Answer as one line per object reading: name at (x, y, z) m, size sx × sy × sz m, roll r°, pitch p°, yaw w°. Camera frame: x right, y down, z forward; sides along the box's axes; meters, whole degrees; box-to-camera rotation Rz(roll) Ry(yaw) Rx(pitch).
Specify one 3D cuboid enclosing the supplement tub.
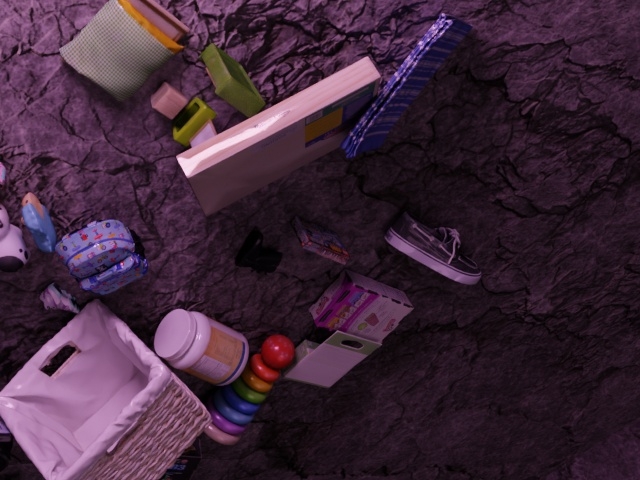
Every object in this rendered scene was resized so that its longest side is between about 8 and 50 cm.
supplement tub at (-0.287, 0.258, 1.975) m, size 0.144 × 0.144 × 0.200 m, roll -43°, pitch 133°, yaw 15°

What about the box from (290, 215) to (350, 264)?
box at (0.000, 0.000, 1.913) m, size 0.137 × 0.094 × 0.027 m, roll 23°, pitch 116°, yaw -38°

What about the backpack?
backpack at (-0.451, 0.030, 1.672) m, size 0.158 × 0.116 × 0.173 m, roll -25°, pitch 166°, yaw -2°

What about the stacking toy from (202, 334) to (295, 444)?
stacking toy at (-0.187, 0.379, 2.156) m, size 0.141 × 0.141 × 0.330 m, roll 24°, pitch 109°, yaw -39°

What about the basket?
basket at (-0.471, 0.376, 1.813) m, size 0.328 × 0.331 × 0.266 m, roll -47°, pitch 138°, yaw -11°

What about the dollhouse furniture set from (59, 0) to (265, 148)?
dollhouse furniture set at (-0.286, -0.291, 1.475) m, size 0.197 × 0.151 × 0.302 m, roll -43°, pitch 133°, yaw 16°

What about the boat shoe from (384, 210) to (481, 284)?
boat shoe at (0.306, 0.013, 2.061) m, size 0.306 × 0.113 × 0.105 m, roll 27°, pitch 109°, yaw -23°

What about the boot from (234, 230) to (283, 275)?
boot at (-0.135, 0.030, 1.912) m, size 0.099 × 0.045 × 0.121 m, roll 13°, pitch 130°, yaw -31°

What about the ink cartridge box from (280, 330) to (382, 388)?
ink cartridge box at (0.026, 0.308, 2.208) m, size 0.171 × 0.056 × 0.235 m, roll 21°, pitch 126°, yaw -37°

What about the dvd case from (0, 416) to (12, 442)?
dvd case at (-0.795, 0.390, 1.797) m, size 0.181 × 0.253 × 0.022 m, roll 10°, pitch 94°, yaw -31°

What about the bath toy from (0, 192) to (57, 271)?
bath toy at (-0.699, 0.029, 1.589) m, size 0.348 × 0.129 × 0.151 m, roll -25°, pitch 101°, yaw -3°

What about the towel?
towel at (0.181, -0.309, 1.661) m, size 0.336 × 0.040 × 0.243 m, roll -51°, pitch 171°, yaw 21°

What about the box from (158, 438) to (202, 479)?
box at (-0.493, 0.617, 2.113) m, size 0.296 × 0.073 × 0.293 m, roll 11°, pitch 123°, yaw -25°

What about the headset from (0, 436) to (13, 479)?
headset at (-0.789, 0.563, 1.962) m, size 0.185 × 0.243 × 0.394 m, roll 9°, pitch 148°, yaw -22°

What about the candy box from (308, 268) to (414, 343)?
candy box at (0.109, 0.179, 2.141) m, size 0.233 × 0.071 × 0.159 m, roll 24°, pitch 117°, yaw -38°

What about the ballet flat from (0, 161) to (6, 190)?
ballet flat at (-0.689, -0.075, 1.532) m, size 0.222 × 0.079 × 0.077 m, roll -30°, pitch 134°, yaw 2°

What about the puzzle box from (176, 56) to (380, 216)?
puzzle box at (-0.075, -0.196, 1.613) m, size 0.409 × 0.052 × 0.272 m, roll -29°, pitch 168°, yaw -8°

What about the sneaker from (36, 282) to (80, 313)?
sneaker at (-0.587, 0.141, 1.808) m, size 0.069 × 0.038 × 0.098 m, roll -32°, pitch 126°, yaw 7°
